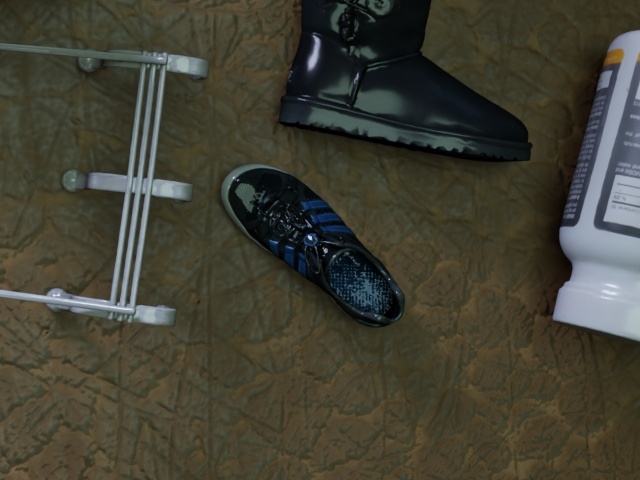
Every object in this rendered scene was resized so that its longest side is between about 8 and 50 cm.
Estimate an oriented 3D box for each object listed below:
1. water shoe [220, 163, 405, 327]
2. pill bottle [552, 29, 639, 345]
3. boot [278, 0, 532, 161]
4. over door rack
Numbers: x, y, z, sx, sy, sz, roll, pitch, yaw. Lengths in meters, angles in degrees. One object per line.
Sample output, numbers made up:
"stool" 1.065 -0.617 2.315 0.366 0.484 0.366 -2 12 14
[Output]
"water shoe" 0.000 0.000 1.291 0.203 0.080 0.073 39 82 -9
"pill bottle" 0.314 -0.042 1.316 0.162 0.162 0.278 16 88 -11
"boot" 0.092 -0.187 1.302 0.247 0.094 0.207 11 92 -5
"over door rack" -0.268 -0.061 1.235 0.324 0.108 0.239 7 88 3
